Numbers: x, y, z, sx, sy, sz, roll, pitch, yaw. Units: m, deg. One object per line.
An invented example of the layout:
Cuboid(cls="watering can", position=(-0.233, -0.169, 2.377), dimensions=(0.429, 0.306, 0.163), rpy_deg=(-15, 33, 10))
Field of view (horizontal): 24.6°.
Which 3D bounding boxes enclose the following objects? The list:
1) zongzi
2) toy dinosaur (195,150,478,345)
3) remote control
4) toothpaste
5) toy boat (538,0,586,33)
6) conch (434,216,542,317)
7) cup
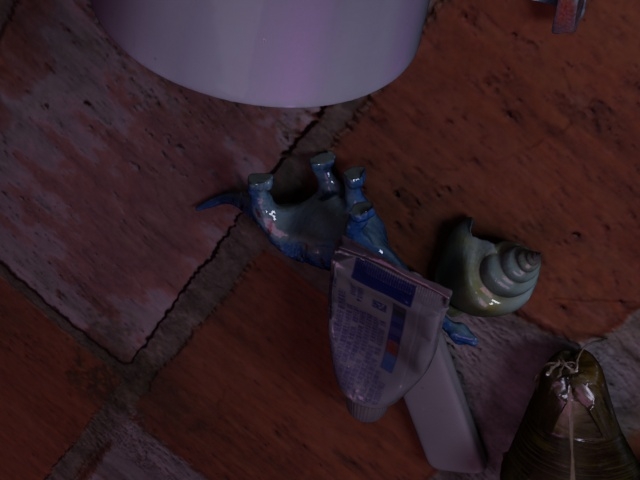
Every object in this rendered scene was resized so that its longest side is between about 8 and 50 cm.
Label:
Cuboid(cls="zongzi", position=(0.274, 0.186, 1.359), dimensions=(0.184, 0.084, 0.187), rpy_deg=(15, 130, 3))
Cuboid(cls="toy dinosaur", position=(0.008, -0.017, 1.350), dimensions=(0.329, 0.076, 0.144), rpy_deg=(25, 142, 25))
Cuboid(cls="remote control", position=(0.106, 0.130, 1.451), dimensions=(0.067, 0.029, 0.261), rpy_deg=(1, 128, 31))
Cuboid(cls="toothpaste", position=(0.052, 0.092, 1.355), dimensions=(0.099, 0.068, 0.282), rpy_deg=(1, 148, -4))
Cuboid(cls="toy boat", position=(0.146, -0.213, 1.124), dimensions=(0.122, 0.034, 0.096), rpy_deg=(20, 129, 19))
Cuboid(cls="conch", position=(0.145, 0.029, 1.306), dimensions=(0.088, 0.065, 0.180), rpy_deg=(42, 152, -8))
Cuboid(cls="cup", position=(-0.019, -0.295, 1.009), dimensions=(0.253, 0.253, 0.371), rpy_deg=(25, 132, 12))
